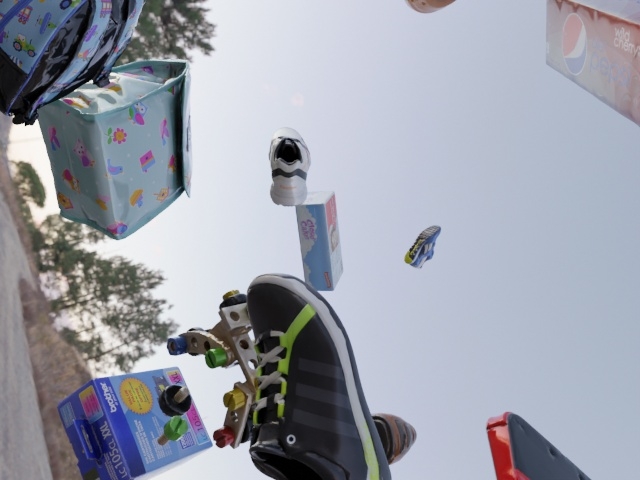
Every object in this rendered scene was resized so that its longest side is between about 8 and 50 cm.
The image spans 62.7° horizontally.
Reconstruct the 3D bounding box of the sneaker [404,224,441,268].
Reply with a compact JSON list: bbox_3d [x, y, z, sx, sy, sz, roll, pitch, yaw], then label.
[{"bbox_3d":[0.301,0.020,1.509,0.059,0.144,0.053,39,-2,-26],"label":"sneaker"}]

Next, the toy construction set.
[{"bbox_3d":[-0.118,0.231,0.993,0.237,0.309,0.257,-47,-140,27],"label":"toy construction set"}]

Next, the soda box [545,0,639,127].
[{"bbox_3d":[0.315,-0.197,0.528,0.263,0.084,0.092,-92,170,-58],"label":"soda box"}]

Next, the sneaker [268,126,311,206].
[{"bbox_3d":[-0.026,-0.076,0.465,0.109,0.040,0.043,-99,-170,-51],"label":"sneaker"}]

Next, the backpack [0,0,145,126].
[{"bbox_3d":[-0.262,-0.220,0.520,0.173,0.158,0.117,-32,-73,37],"label":"backpack"}]

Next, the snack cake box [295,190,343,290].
[{"bbox_3d":[0.000,0.000,1.538,0.089,0.152,0.264,-2,-72,15],"label":"snack cake box"}]

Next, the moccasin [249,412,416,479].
[{"bbox_3d":[0.015,0.421,1.101,0.380,0.147,0.139,-24,-117,26],"label":"moccasin"}]

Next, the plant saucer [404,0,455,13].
[{"bbox_3d":[0.227,-0.492,0.921,0.037,0.200,0.200,49,-38,28],"label":"plant saucer"}]

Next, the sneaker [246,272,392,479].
[{"bbox_3d":[-0.018,0.136,0.431,0.084,0.097,0.234,-37,-107,42],"label":"sneaker"}]

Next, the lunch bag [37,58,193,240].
[{"bbox_3d":[-0.296,-0.163,0.858,0.160,0.262,0.223,22,-52,20],"label":"lunch bag"}]

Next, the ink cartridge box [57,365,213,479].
[{"bbox_3d":[-0.497,0.496,1.382,0.151,0.395,0.270,-37,-109,17],"label":"ink cartridge box"}]

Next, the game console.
[{"bbox_3d":[0.455,0.531,0.959,0.386,0.342,0.060,41,-61,-12],"label":"game console"}]
